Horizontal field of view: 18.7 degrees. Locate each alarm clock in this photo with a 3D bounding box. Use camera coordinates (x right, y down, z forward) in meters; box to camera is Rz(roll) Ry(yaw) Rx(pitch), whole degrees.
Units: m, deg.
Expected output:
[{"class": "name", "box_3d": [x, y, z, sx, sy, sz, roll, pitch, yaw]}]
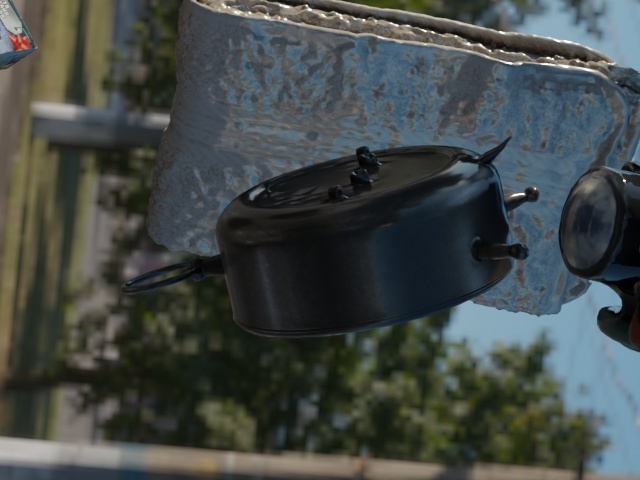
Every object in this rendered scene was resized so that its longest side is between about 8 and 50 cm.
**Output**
[{"class": "alarm clock", "box_3d": [0.000, 0.000, 0.871, 0.129, 0.192, 0.064, -62, 137, -73]}]

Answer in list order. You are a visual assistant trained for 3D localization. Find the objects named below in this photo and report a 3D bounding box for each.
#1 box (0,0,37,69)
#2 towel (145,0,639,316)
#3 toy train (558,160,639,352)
[{"class": "box", "box_3d": [-0.211, -0.148, 1.003, 0.137, 0.027, 0.094, 62, 28, 2]}, {"class": "towel", "box_3d": [0.043, -0.048, 1.162, 0.049, 0.282, 0.187, -90, -169, -52]}, {"class": "toy train", "box_3d": [0.278, 0.027, 0.886, 0.190, 0.334, 0.142, 26, -78, 65]}]
